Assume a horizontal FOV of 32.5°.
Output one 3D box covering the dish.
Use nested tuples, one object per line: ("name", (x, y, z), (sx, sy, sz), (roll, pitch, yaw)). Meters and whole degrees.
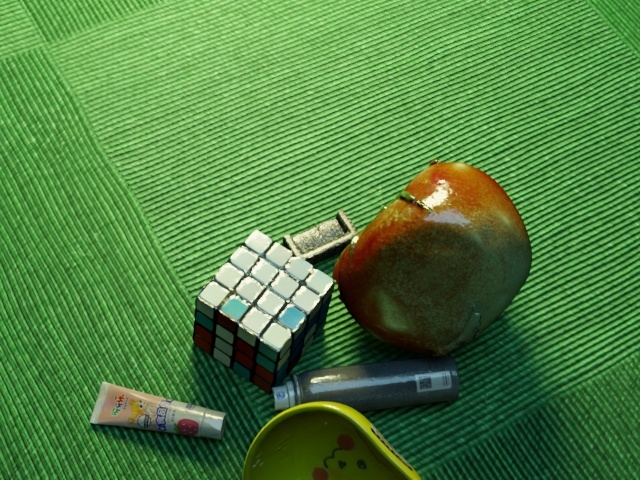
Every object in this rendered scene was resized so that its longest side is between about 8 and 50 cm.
("dish", (0.037, 0.321, 1.460), (0.262, 0.221, 0.108), (38, 24, 8))

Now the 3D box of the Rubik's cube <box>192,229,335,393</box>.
("Rubik's cube", (-0.088, 0.108, 1.664), (0.155, 0.151, 0.154), (31, 59, 12))

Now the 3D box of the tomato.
("tomato", (0.176, 0.033, 1.666), (0.239, 0.303, 0.303), (44, 62, 0))

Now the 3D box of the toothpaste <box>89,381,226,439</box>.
("toothpaste", (-0.237, 0.255, 1.620), (0.194, 0.043, 0.067), (9, 60, 5))

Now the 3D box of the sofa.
("sofa", (0.000, 0.000, 1.805), (0.118, 0.039, 0.060), (-23, 64, -20))

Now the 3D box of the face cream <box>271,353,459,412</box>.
("face cream", (0.068, 0.222, 1.658), (0.283, 0.073, 0.073), (-5, 60, -11))
